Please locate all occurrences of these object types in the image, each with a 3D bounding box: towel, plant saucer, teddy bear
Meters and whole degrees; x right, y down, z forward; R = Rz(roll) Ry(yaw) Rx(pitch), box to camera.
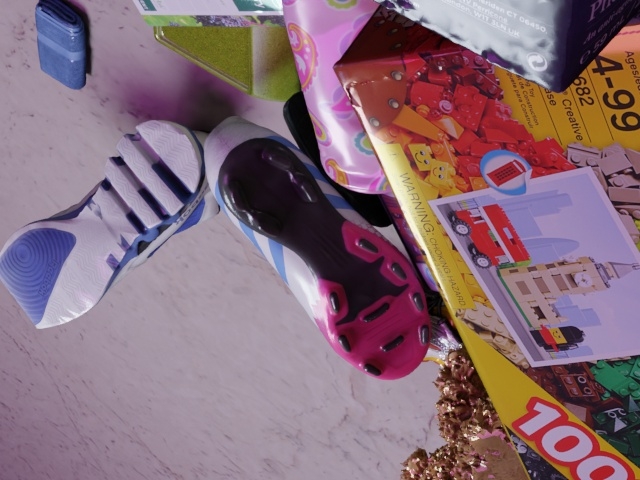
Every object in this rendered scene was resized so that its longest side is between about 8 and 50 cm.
[{"bbox_3d":[-0.298,-0.230,1.882,0.067,0.029,0.119,35,149,15],"label":"towel"},{"bbox_3d":[-0.107,-0.230,1.630,0.188,0.045,0.188,32,149,20],"label":"plant saucer"},{"bbox_3d":[0.213,0.202,1.643,0.245,0.113,0.338,21,128,14],"label":"teddy bear"}]

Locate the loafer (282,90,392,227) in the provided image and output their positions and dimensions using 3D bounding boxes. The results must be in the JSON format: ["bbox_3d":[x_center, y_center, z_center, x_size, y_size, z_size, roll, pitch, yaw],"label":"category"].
[{"bbox_3d":[0.012,-0.079,1.669,0.170,0.062,0.061,54,154,-16],"label":"loafer"}]

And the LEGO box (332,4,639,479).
[{"bbox_3d":[0.291,0.002,1.211,0.372,0.193,0.500,-4,127,36],"label":"LEGO box"}]

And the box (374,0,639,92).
[{"bbox_3d":[0.162,-0.301,0.946,0.183,0.296,0.294,30,149,23],"label":"box"}]

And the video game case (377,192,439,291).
[{"bbox_3d":[0.117,-0.059,1.513,0.248,0.035,0.275,11,132,62],"label":"video game case"}]

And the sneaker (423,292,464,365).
[{"bbox_3d":[0.126,0.083,1.732,0.225,0.088,0.092,22,138,20],"label":"sneaker"}]

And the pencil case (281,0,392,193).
[{"bbox_3d":[0.035,-0.177,1.316,0.124,0.124,0.284,20,137,35],"label":"pencil case"}]

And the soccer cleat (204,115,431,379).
[{"bbox_3d":[0.000,0.000,1.649,0.331,0.116,0.143,52,-179,-27],"label":"soccer cleat"}]

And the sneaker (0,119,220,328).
[{"bbox_3d":[-0.209,-0.023,1.857,0.315,0.182,0.127,-39,80,25],"label":"sneaker"}]

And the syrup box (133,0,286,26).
[{"bbox_3d":[-0.066,-0.255,1.448,0.237,0.096,0.093,7,142,36],"label":"syrup box"}]
